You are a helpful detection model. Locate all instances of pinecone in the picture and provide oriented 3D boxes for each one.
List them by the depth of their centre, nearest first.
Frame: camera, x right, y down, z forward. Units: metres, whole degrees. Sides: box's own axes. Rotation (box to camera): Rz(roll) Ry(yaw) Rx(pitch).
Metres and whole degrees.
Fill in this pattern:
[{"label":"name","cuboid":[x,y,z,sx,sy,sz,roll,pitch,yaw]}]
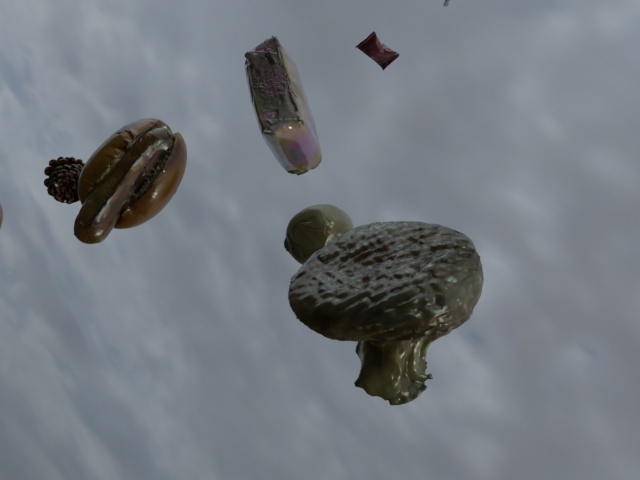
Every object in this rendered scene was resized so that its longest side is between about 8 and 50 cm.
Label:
[{"label":"pinecone","cuboid":[-0.513,-0.123,1.289,0.109,0.102,0.102,18,-51,66]}]

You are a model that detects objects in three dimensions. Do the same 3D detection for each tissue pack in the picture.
[{"label":"tissue pack","cuboid":[-0.084,-0.282,1.377,0.256,0.123,0.214,49,24,-74]}]

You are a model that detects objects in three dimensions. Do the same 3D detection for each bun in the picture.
[{"label":"bun","cuboid":[0.000,0.000,1.579,0.173,0.167,0.113,-55,-144,30]}]

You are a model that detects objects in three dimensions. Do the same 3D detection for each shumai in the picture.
[{"label":"shumai","cuboid":[0.078,0.077,0.708,0.161,0.210,0.152,-109,-178,-58]}]

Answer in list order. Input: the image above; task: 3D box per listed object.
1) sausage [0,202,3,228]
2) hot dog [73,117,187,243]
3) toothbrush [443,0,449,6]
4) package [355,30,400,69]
[{"label":"sausage","cuboid":[-0.725,-0.079,1.306,0.112,0.112,0.328,50,-19,12]},{"label":"hot dog","cuboid":[-0.192,-0.060,0.622,0.090,0.140,0.060,43,-5,7]},{"label":"toothbrush","cuboid":[0.252,-0.476,1.226,0.011,0.167,0.014,16,-79,2]},{"label":"package","cuboid":[0.125,-0.411,1.370,0.083,0.029,0.059,35,-41,-22]}]
